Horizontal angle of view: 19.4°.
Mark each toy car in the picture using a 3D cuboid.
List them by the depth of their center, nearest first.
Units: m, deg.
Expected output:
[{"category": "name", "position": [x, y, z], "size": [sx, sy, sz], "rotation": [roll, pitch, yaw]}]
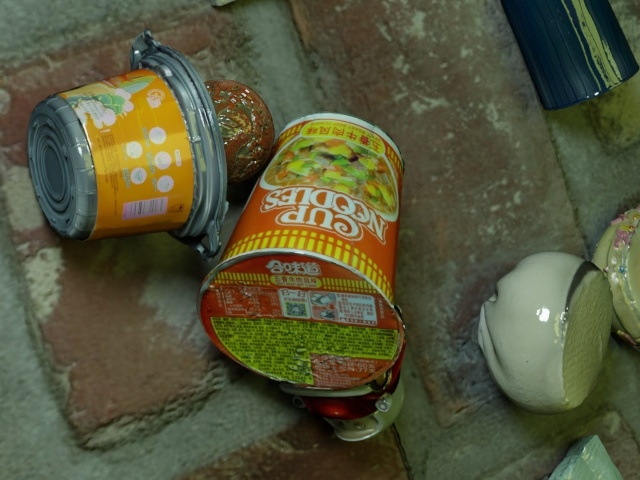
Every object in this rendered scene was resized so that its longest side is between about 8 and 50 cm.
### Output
[{"category": "toy car", "position": [0.038, 0.134, 1.812], "size": [0.139, 0.112, 0.112], "rotation": [-57, 135, -42]}]

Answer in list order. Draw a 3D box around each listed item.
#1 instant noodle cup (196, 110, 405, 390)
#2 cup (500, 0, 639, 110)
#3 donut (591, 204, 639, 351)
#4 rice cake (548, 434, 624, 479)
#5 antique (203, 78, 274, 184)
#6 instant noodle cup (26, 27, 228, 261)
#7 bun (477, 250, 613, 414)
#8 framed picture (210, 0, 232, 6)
[{"category": "instant noodle cup", "position": [0.000, 0.000, 1.733], "size": [0.193, 0.193, 0.212], "rotation": [44, 40, -29]}, {"category": "cup", "position": [0.268, -0.232, 2.078], "size": [0.113, 0.150, 0.138], "rotation": [-27, 102, -6]}, {"category": "donut", "position": [0.372, 0.043, 2.143], "size": [0.175, 0.068, 0.174], "rotation": [8, 78, -44]}, {"category": "rice cake", "position": [0.319, 0.340, 2.065], "size": [0.127, 0.043, 0.237], "rotation": [-47, 113, -34]}, {"category": "antique", "position": [-0.092, -0.099, 1.724], "size": [0.104, 0.104, 0.104], "rotation": [8, 79, -41]}, {"category": "instant noodle cup", "position": [-0.176, -0.070, 1.612], "size": [0.126, 0.177, 0.208], "rotation": [-14, 61, -27]}, {"category": "bun", "position": [0.226, 0.094, 1.966], "size": [0.173, 0.120, 0.172], "rotation": [-32, 126, -59]}, {"category": "framed picture", "position": [-0.010, -0.374, 1.823], "size": [0.289, 0.020, 0.211], "rotation": [-24, 108, -25]}]
